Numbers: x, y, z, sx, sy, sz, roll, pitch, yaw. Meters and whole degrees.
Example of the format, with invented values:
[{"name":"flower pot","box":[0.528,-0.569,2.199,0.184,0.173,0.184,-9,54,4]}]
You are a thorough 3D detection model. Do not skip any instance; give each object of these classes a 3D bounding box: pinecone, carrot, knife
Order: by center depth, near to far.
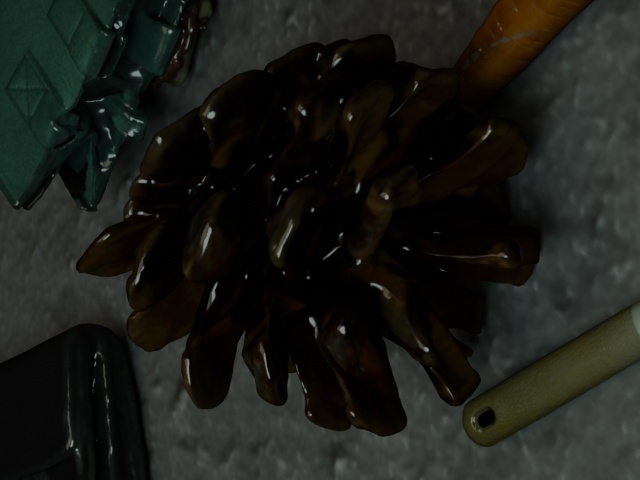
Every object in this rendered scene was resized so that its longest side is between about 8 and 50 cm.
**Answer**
[{"name":"knife","box":[0.171,0.039,0.855,0.298,0.017,0.047,-37,63,40]},{"name":"carrot","box":[0.118,-0.137,0.890,0.257,0.061,0.061,-54,51,39]},{"name":"pinecone","box":[0.002,0.002,0.912,0.201,0.202,0.229,31,157,13]}]

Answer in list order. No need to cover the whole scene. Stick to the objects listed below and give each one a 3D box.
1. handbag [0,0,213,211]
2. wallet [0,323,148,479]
[{"name":"handbag","box":[-0.166,-0.194,1.216,0.274,0.100,0.269,50,123,38]},{"name":"wallet","box":[-0.253,0.213,1.344,0.406,0.062,0.228,-24,72,49]}]
